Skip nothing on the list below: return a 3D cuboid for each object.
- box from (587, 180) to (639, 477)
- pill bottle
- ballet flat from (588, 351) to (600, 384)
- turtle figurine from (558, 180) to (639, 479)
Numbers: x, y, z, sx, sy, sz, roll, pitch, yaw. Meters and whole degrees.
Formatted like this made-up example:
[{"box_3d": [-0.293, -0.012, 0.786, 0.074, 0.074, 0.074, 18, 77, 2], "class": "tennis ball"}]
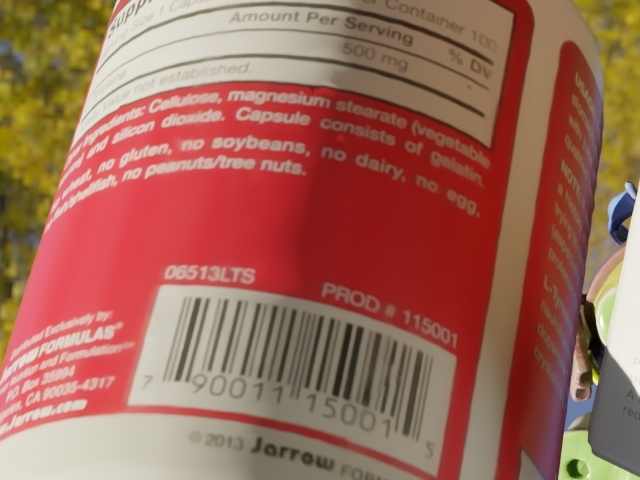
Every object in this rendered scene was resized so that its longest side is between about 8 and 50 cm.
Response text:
[{"box_3d": [0.245, -0.074, 0.673, 0.168, 0.345, 0.215, 25, -154, 36], "class": "box"}, {"box_3d": [0.000, 0.000, 0.841, 0.229, 0.229, 0.408, 11, -123, 3], "class": "pill bottle"}, {"box_3d": [0.248, 0.117, 1.214, 0.077, 0.077, 0.231, -1, -152, -40], "class": "ballet flat"}, {"box_3d": [0.244, 0.077, 1.120, 0.275, 0.198, 0.266, 55, -154, 4], "class": "turtle figurine"}]
